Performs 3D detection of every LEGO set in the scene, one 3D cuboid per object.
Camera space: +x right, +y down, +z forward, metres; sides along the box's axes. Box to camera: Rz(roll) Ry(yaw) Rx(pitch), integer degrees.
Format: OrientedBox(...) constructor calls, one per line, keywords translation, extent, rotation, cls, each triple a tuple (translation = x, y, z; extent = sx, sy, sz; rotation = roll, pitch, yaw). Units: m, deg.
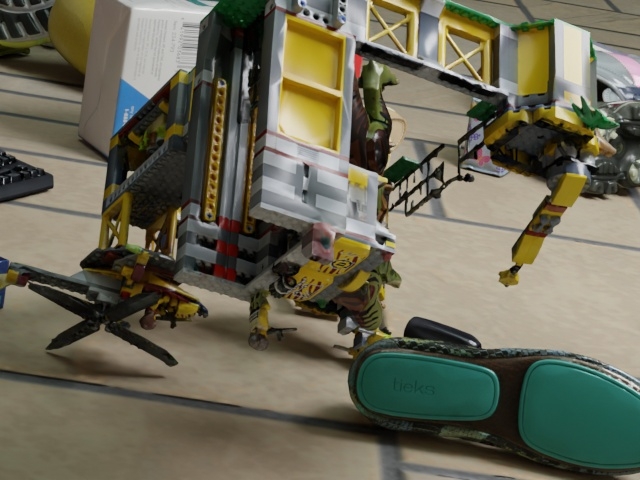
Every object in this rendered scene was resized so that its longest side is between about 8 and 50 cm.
OrientedBox(translation=(0.000, 0.000, 1.016), extent=(0.255, 0.192, 0.331), rotation=(23, -34, -32), cls="LEGO set")

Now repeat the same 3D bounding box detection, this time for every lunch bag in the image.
OrientedBox(translation=(0.170, -0.104, 1.720), extent=(0.053, 0.071, 0.083), rotation=(13, 16, 16), cls="lunch bag")

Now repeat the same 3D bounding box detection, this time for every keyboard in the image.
OrientedBox(translation=(-0.289, -0.048, 1.346), extent=(0.108, 0.023, 0.180), rotation=(17, 17, 25), cls="keyboard")

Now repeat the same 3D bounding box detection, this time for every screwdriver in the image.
OrientedBox(translation=(0.127, 0.089, 1.152), extent=(0.170, 0.025, 0.024), rotation=(27, 21, 22), cls="screwdriver")

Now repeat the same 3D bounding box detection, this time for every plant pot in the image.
OrientedBox(translation=(-0.181, -0.193, 1.747), extent=(0.134, 0.134, 0.095), rotation=(-4, 46, -39), cls="plant pot")

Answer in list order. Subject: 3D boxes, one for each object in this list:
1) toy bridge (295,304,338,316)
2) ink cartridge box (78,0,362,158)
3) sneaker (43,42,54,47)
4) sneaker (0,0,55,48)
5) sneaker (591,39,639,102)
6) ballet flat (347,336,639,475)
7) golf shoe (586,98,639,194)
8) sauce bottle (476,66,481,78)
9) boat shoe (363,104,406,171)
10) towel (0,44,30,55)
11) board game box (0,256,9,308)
OrientedBox(translation=(-0.011, 0.011, 1.303), extent=(0.063, 0.026, 0.188), rotation=(8, 16, -2), cls="toy bridge")
OrientedBox(translation=(-0.083, -0.139, 1.575), extent=(0.231, 0.134, 0.078), rotation=(1, 18, -31), cls="ink cartridge box")
OrientedBox(translation=(-0.236, -0.249, 1.937), extent=(0.292, 0.110, 0.118), rotation=(22, 11, 13), cls="sneaker")
OrientedBox(translation=(-0.230, -0.235, 1.816), extent=(0.208, 0.081, 0.094), rotation=(-21, -26, 0), cls="sneaker")
OrientedBox(translation=(0.342, -0.136, 1.917), extent=(0.319, 0.112, 0.131), rotation=(8, 33, 4), cls="sneaker")
OrientedBox(translation=(0.110, 0.091, 1.050), extent=(0.188, 0.070, 0.070), rotation=(14, 16, 3), cls="ballet flat")
OrientedBox(translation=(0.326, -0.101, 1.756), extent=(0.273, 0.105, 0.120), rotation=(1, 11, -30), cls="golf shoe")
OrientedBox(translation=(0.218, -0.188, 2.090), extent=(0.042, 0.042, 0.128), rotation=(18, 15, 24), cls="sauce bottle")
OrientedBox(translation=(0.031, -0.073, 1.560), extent=(0.059, 0.063, 0.170), rotation=(22, 29, 28), cls="boat shoe")
OrientedBox(translation=(-0.418, -0.220, 1.863), extent=(0.237, 0.021, 0.102), rotation=(19, 24, 25), cls="towel")
OrientedBox(translation=(-0.312, 0.005, 1.130), extent=(0.201, 0.035, 0.136), rotation=(22, 20, 35), cls="board game box")
